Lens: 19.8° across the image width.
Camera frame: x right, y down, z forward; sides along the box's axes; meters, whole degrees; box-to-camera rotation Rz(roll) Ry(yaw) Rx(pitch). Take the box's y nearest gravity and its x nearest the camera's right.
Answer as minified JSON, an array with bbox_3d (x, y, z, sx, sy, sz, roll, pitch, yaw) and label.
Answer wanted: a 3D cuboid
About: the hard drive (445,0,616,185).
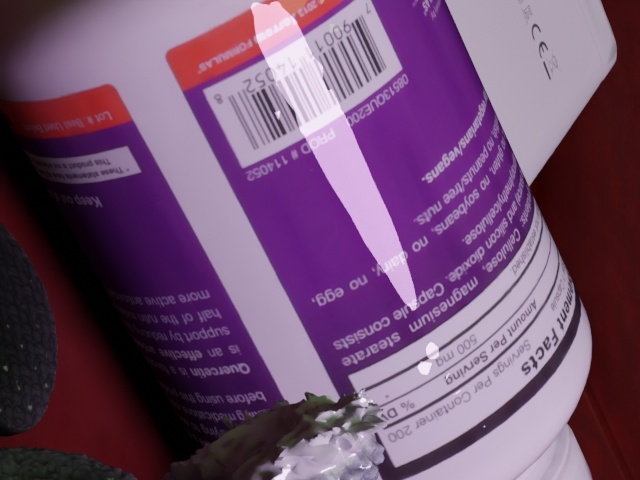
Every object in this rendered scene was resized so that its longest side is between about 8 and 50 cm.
[{"bbox_3d":[0.066,-0.130,1.049,0.353,0.047,0.233,-50,122,-52],"label":"hard drive"}]

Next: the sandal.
[{"bbox_3d":[-0.159,-0.004,0.678,0.179,0.040,0.067,55,31,-9],"label":"sandal"}]

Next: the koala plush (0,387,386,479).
[{"bbox_3d":[-0.070,0.132,0.592,0.203,0.221,0.196,23,61,-52],"label":"koala plush"}]

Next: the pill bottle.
[{"bbox_3d":[0.000,0.000,0.781,0.323,0.181,0.181,63,35,-23],"label":"pill bottle"}]
